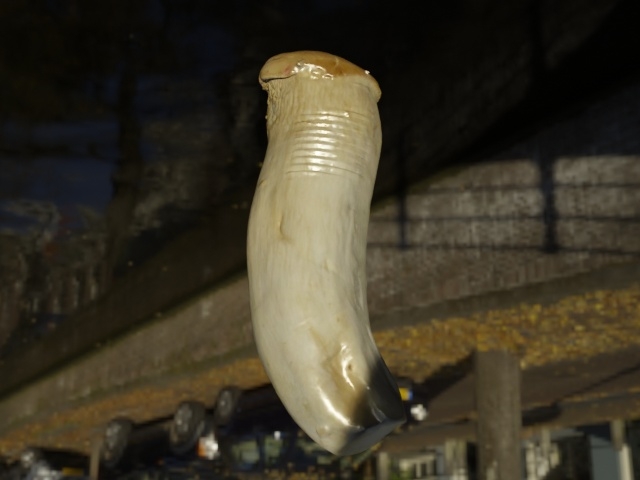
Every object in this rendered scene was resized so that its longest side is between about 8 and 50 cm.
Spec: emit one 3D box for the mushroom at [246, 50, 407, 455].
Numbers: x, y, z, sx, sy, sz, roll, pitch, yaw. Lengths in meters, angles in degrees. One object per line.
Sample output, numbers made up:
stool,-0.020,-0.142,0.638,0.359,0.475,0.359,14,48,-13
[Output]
mushroom,0.000,0.000,0.865,0.122,0.351,0.095,-6,157,4
